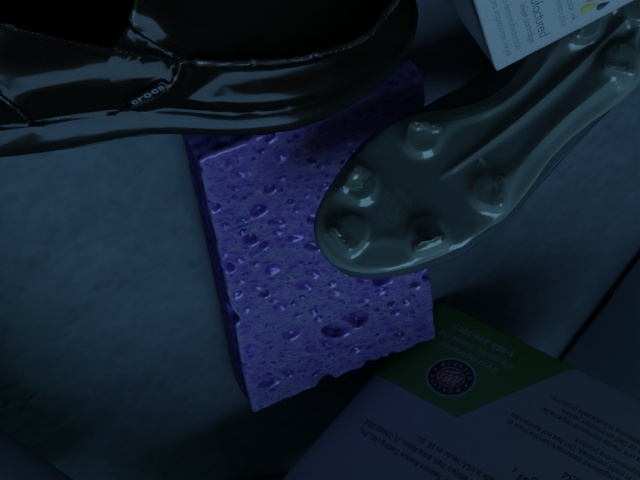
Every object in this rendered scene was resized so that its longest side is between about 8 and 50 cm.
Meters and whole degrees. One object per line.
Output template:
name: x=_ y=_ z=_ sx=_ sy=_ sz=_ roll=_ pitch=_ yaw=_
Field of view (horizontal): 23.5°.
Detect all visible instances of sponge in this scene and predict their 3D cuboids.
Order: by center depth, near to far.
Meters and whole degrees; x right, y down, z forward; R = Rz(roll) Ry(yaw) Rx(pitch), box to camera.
sponge: x=0.000 y=0.000 z=0.807 sx=0.117 sy=0.031 sz=0.210 roll=-20 pitch=141 yaw=-11

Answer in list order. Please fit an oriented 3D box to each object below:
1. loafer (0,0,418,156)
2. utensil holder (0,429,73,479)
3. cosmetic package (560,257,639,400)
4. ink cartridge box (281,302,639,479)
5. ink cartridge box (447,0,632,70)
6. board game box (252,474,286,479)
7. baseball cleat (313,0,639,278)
loafer: x=-0.060 y=-0.089 z=0.633 sx=0.220 sy=0.080 sz=0.078 roll=-14 pitch=140 yaw=-17
utensil holder: x=-0.247 y=0.201 z=0.655 sx=0.327 sy=0.328 sz=0.385 roll=-33 pitch=143 yaw=6
cosmetic package: x=0.367 y=0.051 z=1.033 sx=0.377 sy=0.097 sz=0.284 roll=4 pitch=134 yaw=-34
ink cartridge box: x=0.067 y=0.195 z=0.844 sx=0.273 sy=0.198 sz=0.115 roll=-47 pitch=139 yaw=-19
ink cartridge box: x=0.139 y=-0.173 z=0.669 sx=0.198 sy=0.067 sz=0.115 roll=-28 pitch=141 yaw=0
board game box: x=0.073 y=0.249 z=1.088 sx=0.347 sy=0.078 sz=0.233 roll=-5 pitch=136 yaw=-27
baseball cleat: x=0.085 y=-0.044 z=0.742 sx=0.206 sy=0.072 sz=0.109 roll=-35 pitch=171 yaw=-8
